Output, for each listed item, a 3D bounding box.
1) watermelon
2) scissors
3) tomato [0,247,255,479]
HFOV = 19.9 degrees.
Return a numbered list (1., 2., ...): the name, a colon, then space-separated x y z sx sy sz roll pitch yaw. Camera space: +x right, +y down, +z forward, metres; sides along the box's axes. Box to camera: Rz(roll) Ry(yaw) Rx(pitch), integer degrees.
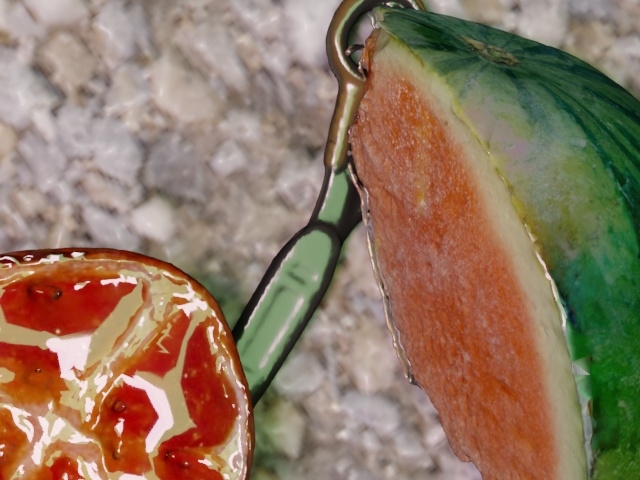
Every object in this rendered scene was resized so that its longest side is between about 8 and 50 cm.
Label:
1. watermelon: 0.115 0.001 0.734 0.146 0.128 0.231 -14 93 -26
2. scissors: 0.000 0.000 0.767 0.088 0.017 0.220 31 87 -8
3. tomato: -0.101 0.079 0.730 0.155 0.069 0.156 0 85 -4
